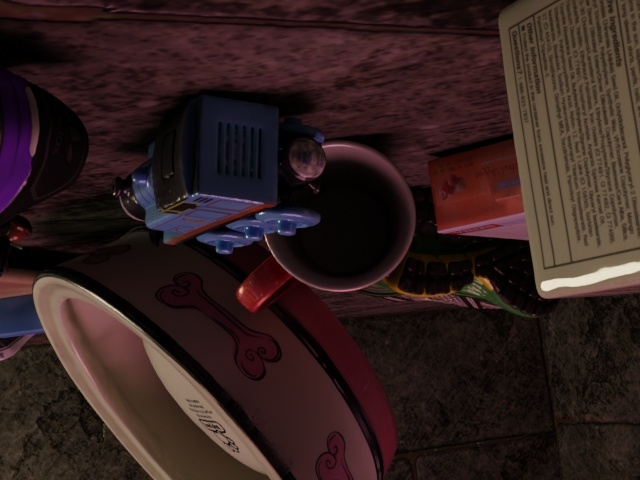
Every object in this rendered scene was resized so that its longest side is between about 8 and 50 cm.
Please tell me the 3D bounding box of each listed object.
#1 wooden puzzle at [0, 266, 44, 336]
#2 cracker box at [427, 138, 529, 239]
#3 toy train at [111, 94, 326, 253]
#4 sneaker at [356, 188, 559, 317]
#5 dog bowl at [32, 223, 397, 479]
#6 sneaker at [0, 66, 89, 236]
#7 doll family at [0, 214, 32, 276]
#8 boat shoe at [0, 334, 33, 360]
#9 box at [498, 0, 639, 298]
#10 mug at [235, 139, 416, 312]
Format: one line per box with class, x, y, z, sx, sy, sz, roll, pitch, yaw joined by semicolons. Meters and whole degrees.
wooden puzzle;-0.450;0.085;1.159;0.322;0.080;0.348;-9;176;19
cracker box;0.220;-0.046;0.859;0.156;0.067;0.232;-13;171;36
toy train;-0.071;-0.040;0.655;0.105;0.080;0.184;9;168;-29
sneaker;0.144;0.010;1.085;0.344;0.134;0.146;11;170;-37
dog bowl;-0.096;0.150;0.980;0.150;0.408;0.408;-42;-169;-27
sneaker;-0.245;-0.023;0.524;0.293;0.102;0.146;-11;172;30
doll family;-0.291;0.010;0.801;0.076;0.111;0.193;35;166;-14
boat shoe;-0.468;0.108;1.499;0.065;0.083;0.183;-7;-161;8
box;0.198;-0.064;0.401;0.127;0.148;0.232;-2;172;-27
mug;0.000;-0.010;0.805;0.150;0.113;0.169;-13;176;3
